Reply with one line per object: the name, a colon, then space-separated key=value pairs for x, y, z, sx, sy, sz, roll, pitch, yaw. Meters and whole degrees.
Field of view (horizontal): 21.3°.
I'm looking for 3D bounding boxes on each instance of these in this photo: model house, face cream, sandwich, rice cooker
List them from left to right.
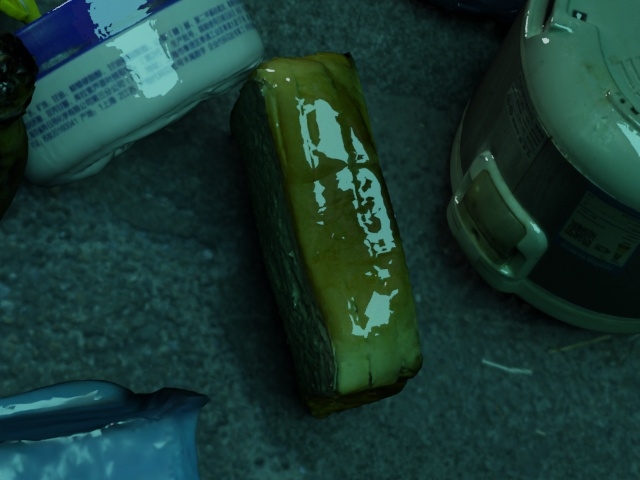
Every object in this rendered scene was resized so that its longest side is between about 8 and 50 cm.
model house: x=-0.190 y=0.252 z=1.152 sx=0.237 sy=0.215 sz=0.303 roll=-8 pitch=86 yaw=-23
face cream: x=-0.145 y=-0.125 z=1.238 sx=0.206 sy=0.206 sz=0.111 roll=-34 pitch=97 yaw=-23
sandwich: x=-0.001 y=0.000 z=1.261 sx=0.087 sy=0.226 sz=0.251 roll=-14 pitch=82 yaw=-12
rice cooker: x=0.253 y=-0.081 z=1.343 sx=0.288 sy=0.277 sz=0.288 roll=6 pitch=62 yaw=-12

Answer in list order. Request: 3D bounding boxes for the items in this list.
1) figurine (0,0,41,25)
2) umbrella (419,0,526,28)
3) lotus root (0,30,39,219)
figurine: x=-0.260 y=-0.227 z=1.260 sx=0.109 sy=0.129 sz=0.178 roll=-32 pitch=96 yaw=5
umbrella: x=0.124 y=-0.217 z=1.441 sx=0.248 sy=0.071 sz=0.071 roll=5 pitch=78 yaw=-16
lotus root: x=-0.303 y=-0.032 z=1.149 sx=0.309 sy=0.173 sz=0.173 roll=-40 pitch=96 yaw=15
